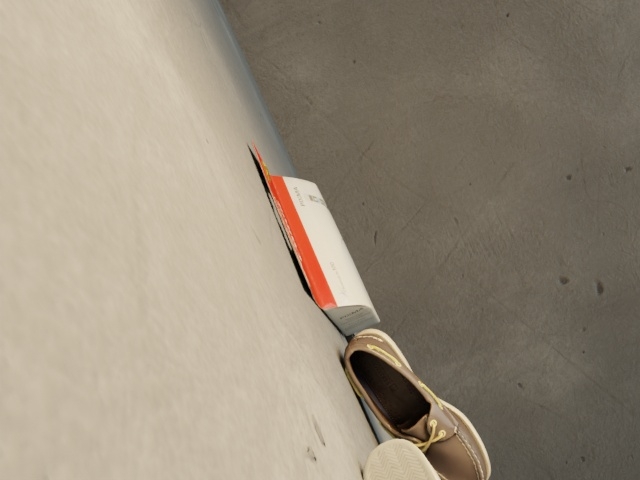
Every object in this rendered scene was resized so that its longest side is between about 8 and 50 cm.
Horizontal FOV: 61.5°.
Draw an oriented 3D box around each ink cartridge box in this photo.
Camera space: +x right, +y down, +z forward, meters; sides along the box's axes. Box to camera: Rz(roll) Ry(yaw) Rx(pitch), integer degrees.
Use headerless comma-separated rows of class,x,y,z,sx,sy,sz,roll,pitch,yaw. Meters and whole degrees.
ink cartridge box,0.000,0.000,1.061,0.385,0.091,0.308,63,4,-66

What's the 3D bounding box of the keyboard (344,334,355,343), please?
keyboard,0.084,0.251,1.219,0.108,0.023,0.180,-13,78,-87

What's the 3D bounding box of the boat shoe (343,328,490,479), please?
boat shoe,0.156,0.293,0.899,0.324,0.116,0.097,51,15,8

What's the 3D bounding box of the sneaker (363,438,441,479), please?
sneaker,0.146,0.365,0.548,0.169,0.108,0.292,60,4,-35
